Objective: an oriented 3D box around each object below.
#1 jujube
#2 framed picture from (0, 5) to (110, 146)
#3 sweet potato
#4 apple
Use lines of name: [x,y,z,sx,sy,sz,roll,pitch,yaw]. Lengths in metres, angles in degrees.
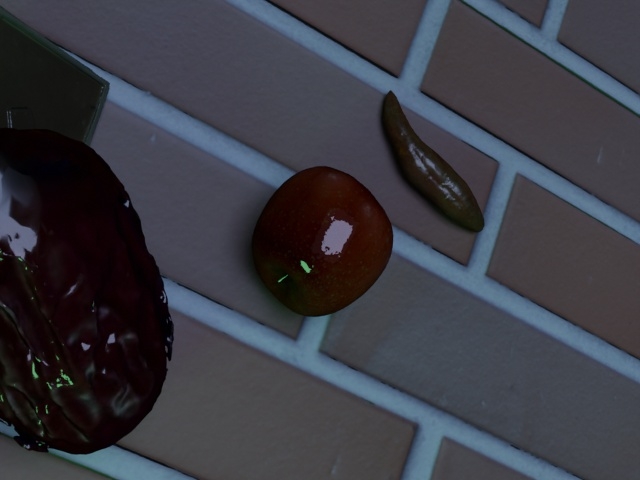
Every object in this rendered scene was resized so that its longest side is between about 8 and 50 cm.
jujube: [-0.305,0.046,1.005,0.258,0.258,0.377,-29,121,-27]
framed picture: [-0.365,-0.129,1.113,0.189,0.023,0.260,33,64,-43]
sweet potato: [0.163,-0.109,1.379,0.255,0.058,0.078,52,47,-3]
apple: [0.000,0.000,1.212,0.168,0.181,0.181,-41,97,-26]
